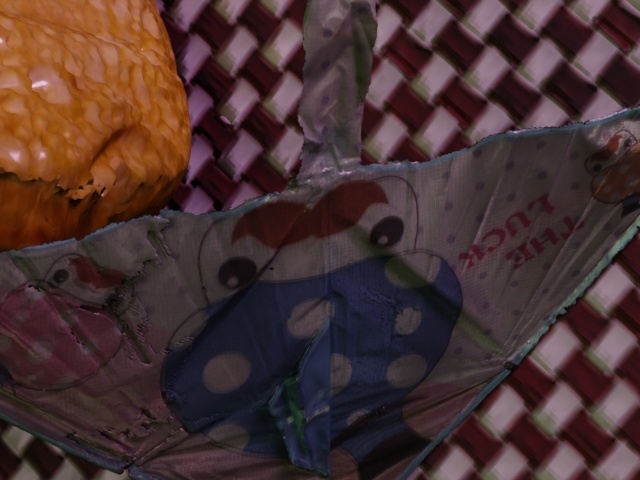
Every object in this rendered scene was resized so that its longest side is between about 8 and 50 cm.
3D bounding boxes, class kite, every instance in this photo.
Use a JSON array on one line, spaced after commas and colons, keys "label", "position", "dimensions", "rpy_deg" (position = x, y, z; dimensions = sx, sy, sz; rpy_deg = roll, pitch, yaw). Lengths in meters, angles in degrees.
[{"label": "kite", "position": [0.000, 0.000, 0.623], "dimensions": [0.011, 0.335, 0.314], "rpy_deg": [-124, 27, -48]}]

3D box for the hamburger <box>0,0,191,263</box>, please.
[{"label": "hamburger", "position": [-0.191, -0.107, 0.679], "dimensions": [0.170, 0.290, 0.314], "rpy_deg": [-30, 77, 20]}]
